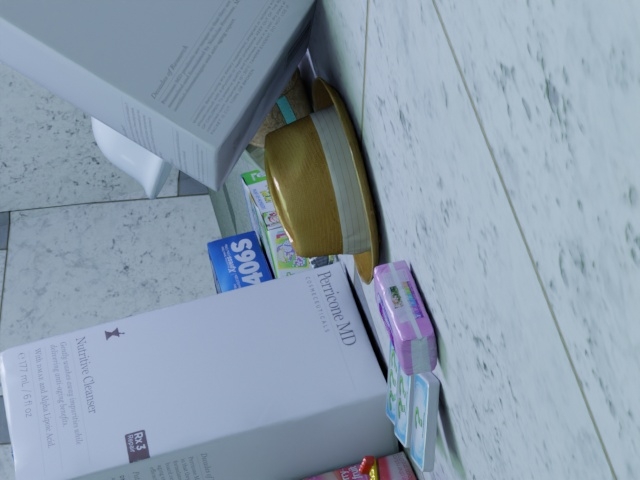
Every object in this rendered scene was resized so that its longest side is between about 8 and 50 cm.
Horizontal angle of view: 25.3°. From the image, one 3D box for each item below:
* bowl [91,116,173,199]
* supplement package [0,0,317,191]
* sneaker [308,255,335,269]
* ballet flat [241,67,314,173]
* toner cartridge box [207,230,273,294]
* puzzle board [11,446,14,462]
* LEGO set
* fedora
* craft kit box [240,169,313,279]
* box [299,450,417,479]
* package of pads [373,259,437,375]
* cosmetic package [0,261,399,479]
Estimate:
[{"bbox_3d":[-0.194,-0.207,1.660,0.298,0.134,0.298,-155,90,-86],"label":"bowl"},{"bbox_3d":[-0.173,-0.207,1.311,0.293,0.175,0.177,31,169,1],"label":"supplement package"},{"bbox_3d":[0.000,0.000,1.616,0.035,0.031,0.083,42,-145,-77],"label":"sneaker"},{"bbox_3d":[-0.061,-0.133,1.576,0.124,0.116,0.342,57,172,-7],"label":"ballet flat"},{"bbox_3d":[-0.073,0.163,1.916,0.348,0.075,0.165,-112,10,-46],"label":"toner cartridge box"},{"bbox_3d":[-0.319,0.246,1.571,0.128,0.011,0.096,-116,9,-71],"label":"puzzle board"},{"bbox_3d":[0.056,0.219,1.250,0.182,0.060,0.244,-134,46,-77],"label":"LEGO set"},{"bbox_3d":[-0.004,-0.048,1.296,0.194,0.079,0.194,166,90,-83],"label":"fedora"},{"bbox_3d":[-0.046,0.050,1.993,0.247,0.061,0.250,-113,10,-66],"label":"craft kit box"},{"bbox_3d":[0.058,0.362,1.364,0.300,0.154,0.142,-113,10,-56],"label":"box"},{"bbox_3d":[0.068,0.062,1.139,0.050,0.032,0.083,85,169,-48],"label":"package of pads"},{"bbox_3d":[-0.125,0.185,1.511,0.217,0.385,0.156,-114,9,-47],"label":"cosmetic package"}]
